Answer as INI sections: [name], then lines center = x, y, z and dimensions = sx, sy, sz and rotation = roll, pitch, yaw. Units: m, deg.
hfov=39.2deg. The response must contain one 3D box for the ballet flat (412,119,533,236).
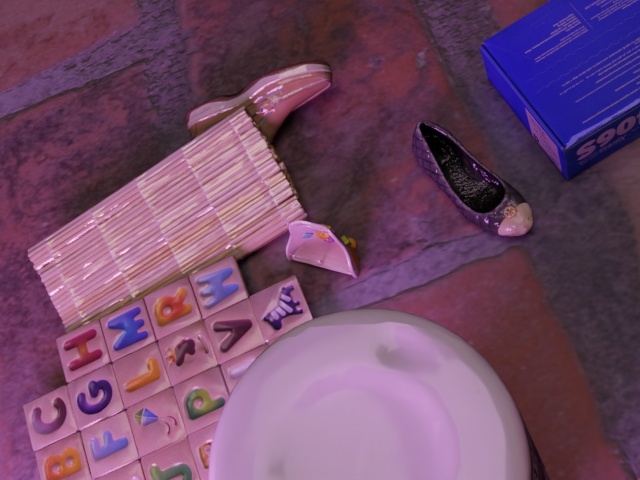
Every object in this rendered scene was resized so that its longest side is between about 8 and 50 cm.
[ballet flat]
center = 0.156, -0.064, 0.959
dimensions = 0.057, 0.049, 0.173
rotation = -44, 62, -3

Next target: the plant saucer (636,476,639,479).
[plant saucer]
center = 0.347, 0.276, 0.757
dimensions = 0.200, 0.037, 0.200
rotation = -7, 65, 15

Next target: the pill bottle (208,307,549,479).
[pill bottle]
center = 0.072, 0.199, 0.695
dimensions = 0.204, 0.361, 0.204
rotation = -7, 65, 15

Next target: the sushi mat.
[sushi mat]
center = -0.178, -0.009, 1.035
dimensions = 0.316, 0.019, 0.151
rotation = -33, 77, 5

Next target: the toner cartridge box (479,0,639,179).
[toner cartridge box]
center = 0.362, -0.226, 0.949
dimensions = 0.348, 0.075, 0.165
rotation = -31, 63, 4

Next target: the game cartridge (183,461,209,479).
[game cartridge]
center = -0.102, 0.253, 0.926
dimensions = 0.083, 0.017, 0.056
rotation = -26, 66, 6

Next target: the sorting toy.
[sorting toy]
center = 0.000, 0.000, 0.968
dimensions = 0.083, 0.075, 0.045
rotation = 14, 73, 22

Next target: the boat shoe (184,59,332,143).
[boat shoe]
center = -0.066, -0.148, 1.069
dimensions = 0.190, 0.068, 0.072
rotation = -22, 75, 18

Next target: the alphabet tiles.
[alphabet tiles]
center = -0.149, 0.181, 0.952
dimensions = 0.342, 0.011, 0.285
rotation = -26, 65, 6
